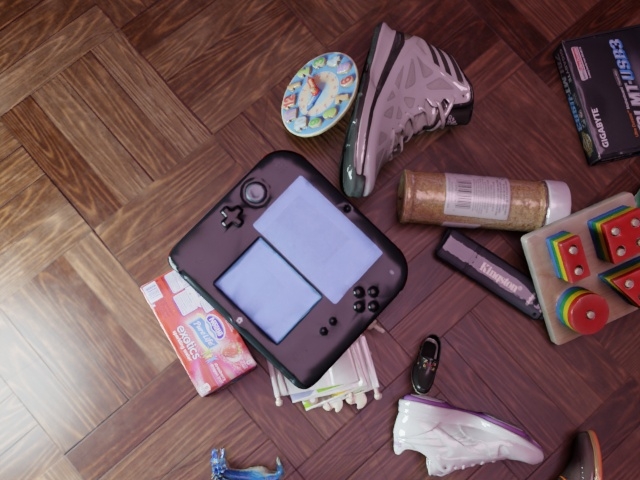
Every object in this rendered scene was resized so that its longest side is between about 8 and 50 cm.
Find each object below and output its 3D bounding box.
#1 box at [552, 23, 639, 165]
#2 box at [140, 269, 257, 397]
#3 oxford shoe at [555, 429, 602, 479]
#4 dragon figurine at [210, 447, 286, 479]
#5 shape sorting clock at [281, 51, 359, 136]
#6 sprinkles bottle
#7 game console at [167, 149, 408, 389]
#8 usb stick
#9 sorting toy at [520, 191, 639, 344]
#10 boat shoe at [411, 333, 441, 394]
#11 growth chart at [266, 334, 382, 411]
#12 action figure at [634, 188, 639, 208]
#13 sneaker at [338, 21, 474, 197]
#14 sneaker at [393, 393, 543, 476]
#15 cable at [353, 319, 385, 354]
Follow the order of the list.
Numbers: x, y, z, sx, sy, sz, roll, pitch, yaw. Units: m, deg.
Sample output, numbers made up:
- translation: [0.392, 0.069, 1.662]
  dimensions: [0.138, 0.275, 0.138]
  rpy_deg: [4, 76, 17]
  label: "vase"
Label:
- translation: [0.719, -0.343, 1.739]
  dimensions: [0.293, 0.073, 0.295]
  rpy_deg: [-12, 79, -7]
  label: "box"
- translation: [-0.243, 0.179, 1.546]
  dimensions: [0.128, 0.122, 0.256]
  rpy_deg: [-30, 82, -8]
  label: "box"
- translation: [0.503, 0.513, 1.537]
  dimensions: [0.098, 0.097, 0.271]
  rpy_deg: [14, 78, 6]
  label: "oxford shoe"
- translation: [-0.115, 0.527, 1.501]
  dimensions: [0.144, 0.085, 0.289]
  rpy_deg: [-27, 81, -8]
  label: "dragon figurine"
- translation: [-0.005, -0.320, 1.652]
  dimensions: [0.040, 0.206, 0.206]
  rpy_deg: [28, 73, -43]
  label: "shape sorting clock"
- translation: [0.348, -0.083, 1.636]
  dimensions: [0.356, 0.121, 0.121]
  rpy_deg: [5, 78, -2]
  label: "sprinkles bottle"
- translation: [-0.053, 0.047, 1.507]
  dimensions: [0.386, 0.060, 0.342]
  rpy_deg: [44, 76, 0]
  label: "game console"
- translation: [0.377, 0.072, 1.644]
  dimensions: [0.278, 0.045, 0.077]
  rpy_deg: [34, 82, 3]
  label: "usb stick"
- translation: [0.582, 0.066, 1.577]
  dimensions: [0.257, 0.089, 0.255]
  rpy_deg: [-23, 106, -8]
  label: "sorting toy"
- translation: [0.220, 0.255, 1.575]
  dimensions: [0.049, 0.042, 0.133]
  rpy_deg: [18, 55, 0]
  label: "boat shoe"
- translation: [0.000, 0.268, 1.555]
  dimensions: [0.237, 0.021, 0.171]
  rpy_deg: [-9, 87, 13]
  label: "growth chart"
- translation: [0.693, -0.011, 1.675]
  dimensions: [0.232, 0.063, 0.137]
  rpy_deg: [-43, 87, -7]
  label: "action figure"
- translation: [0.197, -0.263, 1.608]
  dimensions: [0.258, 0.169, 0.447]
  rpy_deg: [16, 61, -2]
  label: "sneaker"
- translation: [0.295, 0.418, 1.547]
  dimensions: [0.305, 0.114, 0.152]
  rpy_deg: [15, 86, 8]
  label: "sneaker"
- translation: [0.008, 0.130, 1.595]
  dimensions: [0.287, 0.072, 0.139]
  rpy_deg: [39, 82, 4]
  label: "cable"
